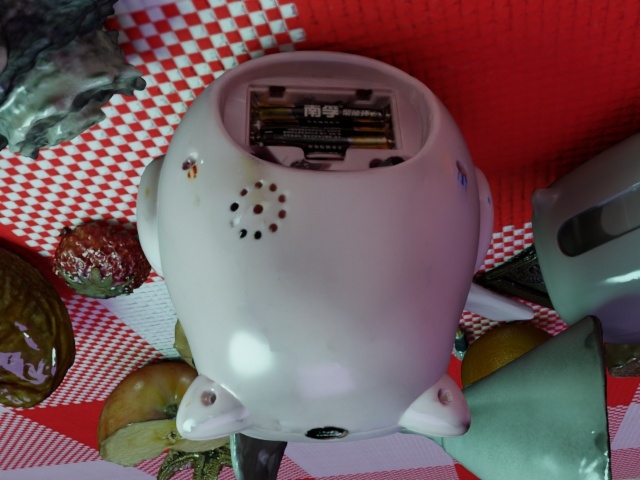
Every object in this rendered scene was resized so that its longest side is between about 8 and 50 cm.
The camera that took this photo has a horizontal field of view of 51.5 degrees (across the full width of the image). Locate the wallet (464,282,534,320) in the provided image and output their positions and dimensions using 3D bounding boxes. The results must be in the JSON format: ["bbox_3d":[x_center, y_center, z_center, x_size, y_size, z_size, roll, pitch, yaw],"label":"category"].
[{"bbox_3d":[0.274,0.105,1.139,0.189,0.033,0.095,19,160,-30],"label":"wallet"}]

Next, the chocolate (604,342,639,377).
[{"bbox_3d":[0.665,0.205,1.287,0.213,0.093,0.148,3,146,-11],"label":"chocolate"}]

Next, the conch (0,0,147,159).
[{"bbox_3d":[-0.252,-0.162,0.570,0.240,0.186,0.313,-7,142,-42],"label":"conch"}]

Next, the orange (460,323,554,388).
[{"bbox_3d":[0.367,0.252,1.254,0.205,0.206,0.206,-2,148,-1],"label":"orange"}]

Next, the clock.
[{"bbox_3d":[0.000,0.000,0.654,0.367,0.377,0.251,1,144,-5],"label":"clock"}]

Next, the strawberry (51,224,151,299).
[{"bbox_3d":[-0.312,0.034,0.956,0.145,0.086,0.145,0,147,0],"label":"strawberry"}]

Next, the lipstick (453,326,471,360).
[{"bbox_3d":[0.277,0.199,1.310,0.037,0.037,0.116,-10,143,13],"label":"lipstick"}]

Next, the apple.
[{"bbox_3d":[-0.312,0.334,1.366,0.292,0.163,0.251,-5,143,-21],"label":"apple"}]

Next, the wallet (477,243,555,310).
[{"bbox_3d":[0.398,0.078,1.116,0.243,0.039,0.132,20,146,-28],"label":"wallet"}]

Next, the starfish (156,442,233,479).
[{"bbox_3d":[-0.230,0.483,1.495,0.311,0.304,0.113,-11,147,29],"label":"starfish"}]

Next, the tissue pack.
[{"bbox_3d":[0.419,-0.015,0.783,0.235,0.230,0.333,18,145,-33],"label":"tissue pack"}]

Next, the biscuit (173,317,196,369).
[{"bbox_3d":[-0.038,0.179,1.188,0.445,0.104,0.429,1,147,-6],"label":"biscuit"}]

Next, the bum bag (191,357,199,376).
[{"bbox_3d":[-0.145,0.210,1.107,0.197,0.049,0.087,-26,106,42],"label":"bum bag"}]

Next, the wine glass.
[{"bbox_3d":[0.116,0.215,0.783,0.405,0.267,0.267,0,150,18],"label":"wine glass"}]

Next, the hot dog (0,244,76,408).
[{"bbox_3d":[-0.554,0.108,0.985,0.266,0.174,0.387,-27,131,31],"label":"hot dog"}]
